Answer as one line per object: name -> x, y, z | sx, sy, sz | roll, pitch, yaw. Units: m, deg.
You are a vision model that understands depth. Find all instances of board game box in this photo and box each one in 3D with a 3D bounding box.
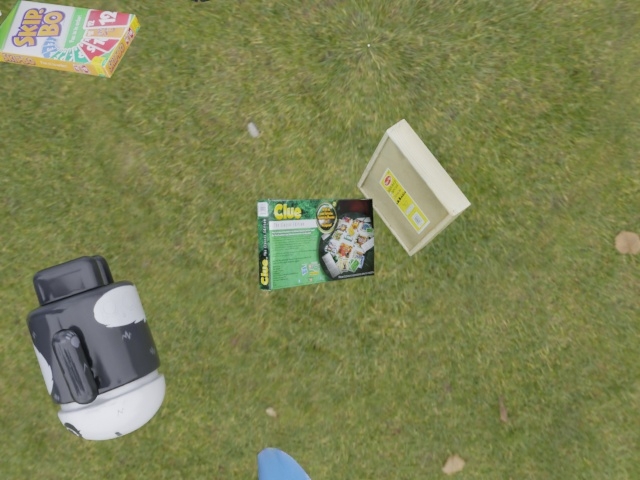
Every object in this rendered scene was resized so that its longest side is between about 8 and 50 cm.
board game box -> 0.000, 0.000, 1.154 | 0.030, 0.260, 0.136 | 4, 95, 40
board game box -> -0.451, -0.349, 1.246 | 0.260, 0.124, 0.039 | 10, 151, 17
board game box -> -0.016, 0.292, 0.758 | 0.033, 0.133, 0.168 | -13, 111, -33

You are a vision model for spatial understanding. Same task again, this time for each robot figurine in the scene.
robot figurine -> -0.348, 0.166, 1.118 | 0.174, 0.209, 0.278 | -17, 91, 37

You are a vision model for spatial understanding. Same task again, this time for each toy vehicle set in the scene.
toy vehicle set -> 0.145, -0.077, 1.207 | 0.035, 0.267, 0.166 | -34, 83, -14
